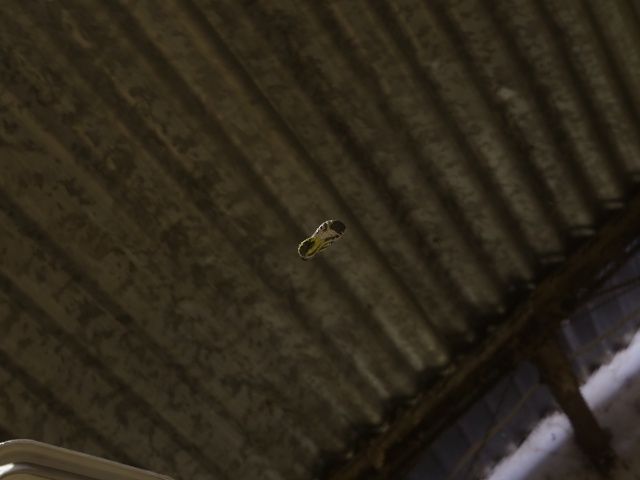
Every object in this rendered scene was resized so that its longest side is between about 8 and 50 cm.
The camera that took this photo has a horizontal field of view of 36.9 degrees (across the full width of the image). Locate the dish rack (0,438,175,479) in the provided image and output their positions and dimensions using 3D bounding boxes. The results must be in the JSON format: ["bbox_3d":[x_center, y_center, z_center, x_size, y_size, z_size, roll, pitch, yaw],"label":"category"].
[{"bbox_3d":[-0.349,0.420,1.213,0.285,0.072,0.333,24,-73,-29],"label":"dish rack"}]

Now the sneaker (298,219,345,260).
[{"bbox_3d":[0.000,0.000,1.391,0.083,0.035,0.031,-33,-103,-19],"label":"sneaker"}]
